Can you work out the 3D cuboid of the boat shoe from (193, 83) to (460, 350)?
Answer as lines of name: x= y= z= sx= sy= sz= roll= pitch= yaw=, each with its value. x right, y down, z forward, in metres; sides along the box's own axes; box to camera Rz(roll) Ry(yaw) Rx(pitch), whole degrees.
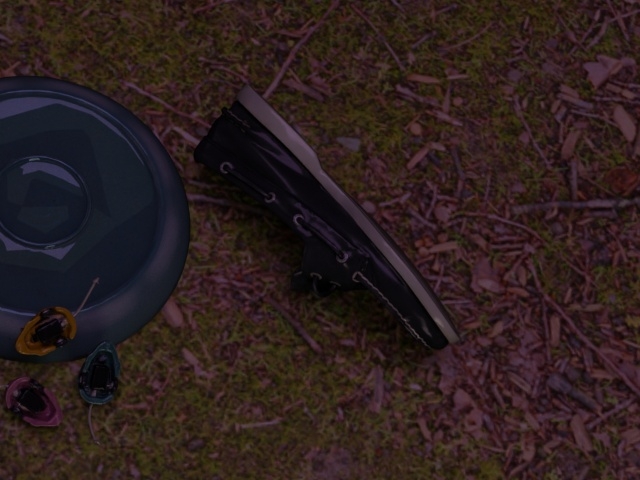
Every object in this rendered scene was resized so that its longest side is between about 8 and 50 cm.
boat shoe: x=-0.001 y=0.000 z=1.836 sx=0.113 sy=0.127 sz=0.340 roll=-41 pitch=90 yaw=2

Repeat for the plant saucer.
plant saucer: x=-0.283 y=-0.033 z=1.804 sx=0.317 sy=0.044 sz=0.318 roll=6 pitch=65 yaw=-13

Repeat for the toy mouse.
toy mouse: x=-0.250 y=0.136 z=1.734 sx=0.161 sy=0.031 sz=0.143 roll=-34 pitch=109 yaw=-16
